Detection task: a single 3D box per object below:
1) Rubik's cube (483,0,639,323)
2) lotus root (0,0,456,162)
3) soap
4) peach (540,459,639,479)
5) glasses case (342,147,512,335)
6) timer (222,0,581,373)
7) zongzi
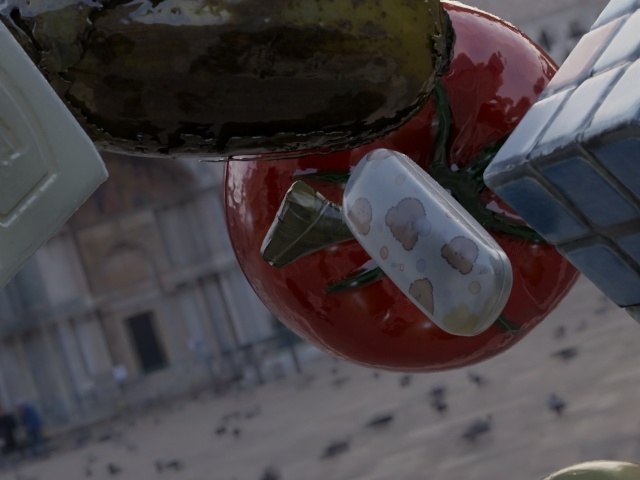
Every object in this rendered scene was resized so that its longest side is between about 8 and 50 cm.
[{"bbox_3d":[0.296,-0.065,1.030,0.253,0.256,0.259,-53,11,-20],"label":"Rubik's cube"},{"bbox_3d":[-0.085,-0.165,1.465,0.398,0.195,0.179,-5,18,-16],"label":"lotus root"},{"bbox_3d":[-0.227,-0.071,1.106,0.064,0.183,0.121,8,51,50],"label":"soap"},{"bbox_3d":[0.276,0.330,1.537,0.247,0.292,0.292,-26,2,-25],"label":"peach"},{"bbox_3d":[0.067,-0.001,1.175,0.041,0.164,0.063,13,-65,-41],"label":"glasses case"},{"bbox_3d":[0.088,-0.056,1.821,0.378,0.378,0.279,-17,18,-14],"label":"timer"},{"bbox_3d":[0.000,0.000,1.469,0.040,0.083,0.076,-69,5,-55],"label":"zongzi"}]
